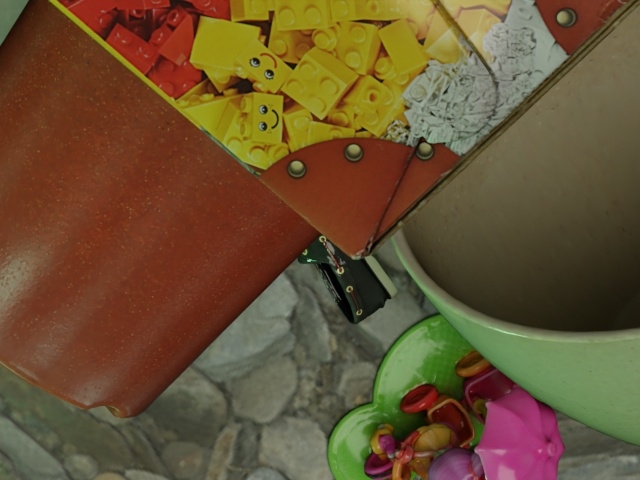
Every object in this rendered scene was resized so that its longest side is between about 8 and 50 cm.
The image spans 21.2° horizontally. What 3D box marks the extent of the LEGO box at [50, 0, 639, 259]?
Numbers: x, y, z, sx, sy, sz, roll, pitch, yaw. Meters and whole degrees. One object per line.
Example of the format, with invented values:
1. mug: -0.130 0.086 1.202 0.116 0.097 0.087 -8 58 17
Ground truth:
1. LEGO box: -0.036 -0.268 0.871 0.372 0.500 0.193 41 112 -13

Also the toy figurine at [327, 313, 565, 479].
1. toy figurine: 0.095 0.139 1.167 0.173 0.159 0.130 -31 104 -3

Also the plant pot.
1. plant pot: -0.107 -0.051 1.055 0.272 0.272 0.265 37 100 -15

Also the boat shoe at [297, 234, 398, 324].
1. boat shoe: 0.001 0.000 1.180 0.042 0.049 0.133 -40 109 -10

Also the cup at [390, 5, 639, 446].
1. cup: 0.237 0.007 1.115 0.331 0.331 0.237 -33 130 -3
